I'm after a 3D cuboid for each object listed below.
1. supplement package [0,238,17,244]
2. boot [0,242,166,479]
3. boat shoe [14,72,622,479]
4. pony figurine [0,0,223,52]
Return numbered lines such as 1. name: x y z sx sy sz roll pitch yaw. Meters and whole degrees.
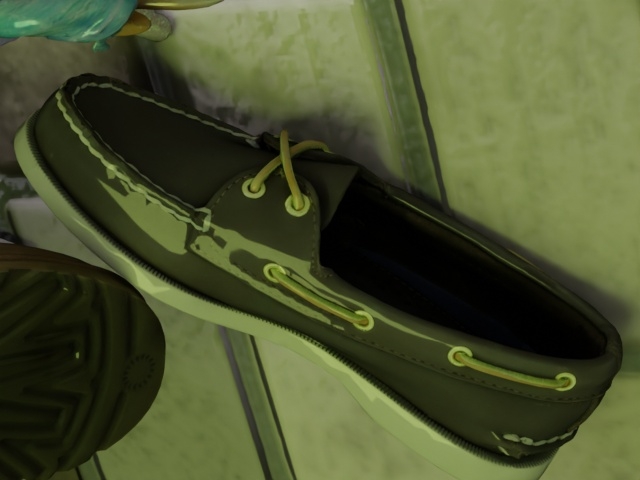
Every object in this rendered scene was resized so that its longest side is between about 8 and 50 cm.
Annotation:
1. supplement package: -0.246 0.135 0.819 0.175 0.177 0.293 19 127 16
2. boot: -0.213 -0.013 0.703 0.269 0.236 0.089 45 127 48
3. boat shoe: 0.000 0.000 0.667 0.227 0.081 0.069 32 127 -2
4. pony figurine: -0.233 -0.173 0.587 0.363 0.303 0.351 9 156 19
